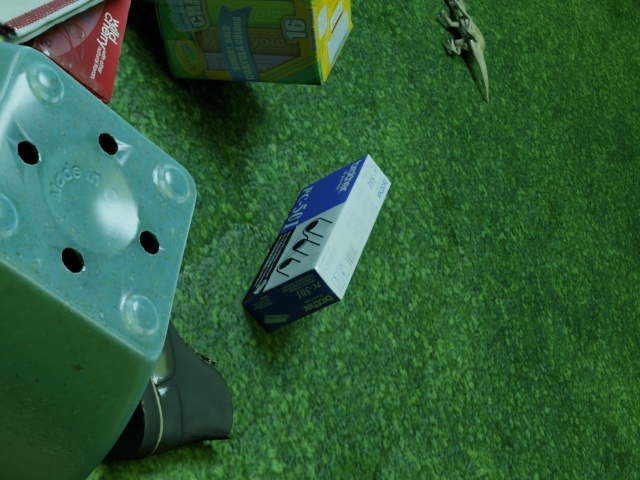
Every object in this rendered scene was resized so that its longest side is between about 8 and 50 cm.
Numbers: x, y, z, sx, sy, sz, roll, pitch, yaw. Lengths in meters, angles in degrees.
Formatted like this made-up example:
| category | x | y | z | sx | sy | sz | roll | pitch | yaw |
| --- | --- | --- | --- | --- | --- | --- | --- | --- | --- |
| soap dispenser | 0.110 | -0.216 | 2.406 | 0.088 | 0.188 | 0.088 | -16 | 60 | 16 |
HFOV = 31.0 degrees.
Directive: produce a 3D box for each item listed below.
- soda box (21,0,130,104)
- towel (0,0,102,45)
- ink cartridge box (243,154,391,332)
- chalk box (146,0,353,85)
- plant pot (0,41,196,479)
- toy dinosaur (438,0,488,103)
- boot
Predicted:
| category | x | y | z | sx | sy | sz | roll | pitch | yaw |
| --- | --- | --- | --- | --- | --- | --- | --- | --- | --- |
| soda box | -0.224 | -0.218 | 1.020 | 0.083 | 0.092 | 0.263 | 37 | 41 | -36 |
| towel | -0.306 | -0.286 | 0.904 | 0.329 | 0.037 | 0.237 | 39 | 36 | 1 |
| ink cartridge box | 0.000 | 0.000 | 1.179 | 0.046 | 0.097 | 0.207 | 51 | 35 | -19 |
| chalk box | -0.087 | -0.246 | 1.164 | 0.132 | 0.213 | 0.132 | -66 | 156 | -48 |
| plant pot | -0.221 | 0.020 | 0.715 | 0.247 | 0.252 | 0.248 | 39 | 40 | -32 |
| toy dinosaur | 0.228 | -0.305 | 1.749 | 0.092 | 0.053 | 0.183 | 2 | 66 | -55 |
| boot | -0.135 | 0.081 | 0.971 | 0.137 | 0.077 | 0.198 | 9 | 74 | -57 |
